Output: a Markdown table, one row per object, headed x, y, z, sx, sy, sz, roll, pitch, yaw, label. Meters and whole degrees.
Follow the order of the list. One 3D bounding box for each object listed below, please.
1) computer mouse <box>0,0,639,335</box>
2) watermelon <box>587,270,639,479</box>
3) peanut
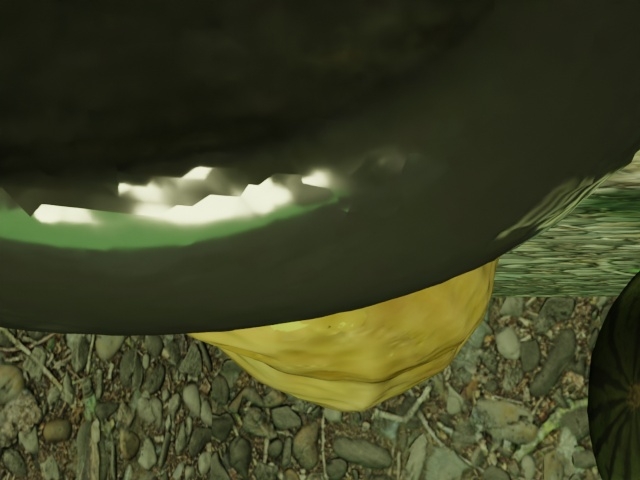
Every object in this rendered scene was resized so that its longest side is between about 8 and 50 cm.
| x | y | z | sx | sy | sz | roll | pitch | yaw | label |
| --- | --- | --- | --- | --- | --- | --- | --- | --- | --- |
| -0.038 | -0.029 | 0.440 | 0.269 | 0.100 | 0.170 | -5 | 180 | -3 | computer mouse |
| 0.338 | 0.106 | 1.215 | 0.359 | 0.279 | 0.279 | 7 | 174 | -21 | watermelon |
| 0.000 | 0.000 | 0.796 | 0.147 | 0.147 | 0.305 | 1 | 175 | 4 | peanut |
